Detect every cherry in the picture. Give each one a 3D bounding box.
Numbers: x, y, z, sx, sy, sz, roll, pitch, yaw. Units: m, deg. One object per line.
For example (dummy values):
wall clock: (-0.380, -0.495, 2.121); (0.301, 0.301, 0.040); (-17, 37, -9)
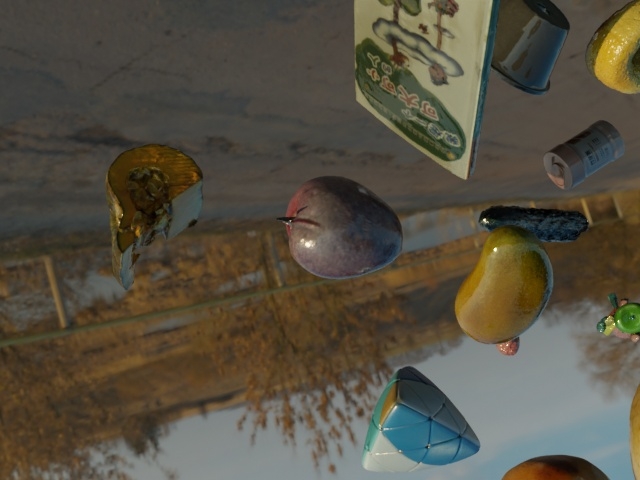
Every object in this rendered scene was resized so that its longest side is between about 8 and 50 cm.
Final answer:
cherry: (0.030, -0.024, 1.527); (0.266, 0.213, 0.184); (17, 121, -15)

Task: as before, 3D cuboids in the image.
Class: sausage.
sausage: (0.473, 0.235, 2.083); (0.062, 0.062, 0.154); (-19, -158, 17)

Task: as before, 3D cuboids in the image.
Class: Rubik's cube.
Rubik's cube: (0.155, 0.379, 1.674); (0.254, 0.254, 0.254); (-17, 174, -2)

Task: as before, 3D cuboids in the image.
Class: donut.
donut: (0.516, -0.305, 1.309); (0.178, 0.065, 0.162); (10, 130, -38)

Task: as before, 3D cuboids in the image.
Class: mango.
mango: (0.263, 0.066, 1.165); (0.136, 0.099, 0.227); (-8, 137, -8)

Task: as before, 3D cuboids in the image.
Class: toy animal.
toy animal: (0.619, 0.163, 1.697); (0.103, 0.100, 0.208); (-11, -177, 11)

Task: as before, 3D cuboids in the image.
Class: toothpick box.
toothpick box: (0.585, -0.190, 1.819); (0.149, 0.098, 0.098); (-31, 177, -12)

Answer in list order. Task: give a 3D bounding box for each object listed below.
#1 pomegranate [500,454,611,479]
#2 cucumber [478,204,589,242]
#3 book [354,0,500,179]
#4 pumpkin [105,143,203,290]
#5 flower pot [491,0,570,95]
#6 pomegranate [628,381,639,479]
pomegranate: (0.571, 0.673, 1.987); (0.319, 0.319, 0.319); (-17, 174, -2)
cucumber: (0.439, -0.036, 1.730); (0.303, 0.072, 0.081); (3, 169, -33)
book: (0.147, -0.284, 1.224); (0.043, 0.260, 0.371); (-36, 149, -20)
pumpkin: (-0.308, -0.047, 1.562); (0.190, 0.280, 0.139); (-3, 141, -18)
flower pot: (0.485, -0.494, 1.957); (0.269, 0.269, 0.166); (-10, 145, -47)
pomegranate: (0.604, 0.242, 1.046); (0.416, 0.417, 0.416); (-17, 174, -2)
